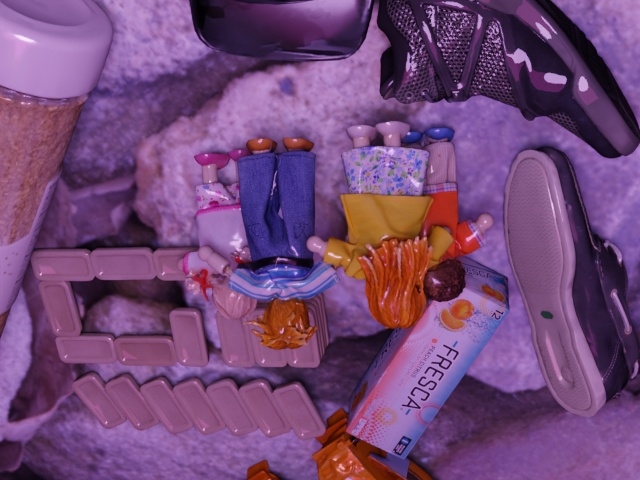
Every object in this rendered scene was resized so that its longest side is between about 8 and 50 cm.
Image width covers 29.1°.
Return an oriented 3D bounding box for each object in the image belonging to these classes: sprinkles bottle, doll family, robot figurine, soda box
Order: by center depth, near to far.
[{"bbox_3d":[0.000,0.000,0.953,0.263,0.118,0.163,-6,85,11],"label":"doll family"},{"bbox_3d":[-0.277,-0.039,0.999,0.121,0.121,0.355,23,118,-6],"label":"sprinkles bottle"},{"bbox_3d":[0.091,0.099,1.065,0.063,0.058,0.183,27,118,-8],"label":"soda box"},{"bbox_3d":[0.064,0.301,1.160,0.211,0.085,0.291,-35,108,22],"label":"robot figurine"}]

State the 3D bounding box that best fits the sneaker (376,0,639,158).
[{"bbox_3d":[0.131,-0.126,0.928,0.227,0.087,0.130,40,117,-11],"label":"sneaker"}]

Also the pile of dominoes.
[{"bbox_3d":[-0.119,0.085,1.107,0.251,0.040,0.196,0,118,16],"label":"pile of dominoes"}]

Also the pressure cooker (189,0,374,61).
[{"bbox_3d":[-0.001,-0.326,0.629,0.375,0.420,0.370,-38,100,18],"label":"pressure cooker"}]

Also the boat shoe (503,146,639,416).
[{"bbox_3d":[0.209,0.027,1.016,0.079,0.084,0.233,-25,110,-23],"label":"boat shoe"}]
